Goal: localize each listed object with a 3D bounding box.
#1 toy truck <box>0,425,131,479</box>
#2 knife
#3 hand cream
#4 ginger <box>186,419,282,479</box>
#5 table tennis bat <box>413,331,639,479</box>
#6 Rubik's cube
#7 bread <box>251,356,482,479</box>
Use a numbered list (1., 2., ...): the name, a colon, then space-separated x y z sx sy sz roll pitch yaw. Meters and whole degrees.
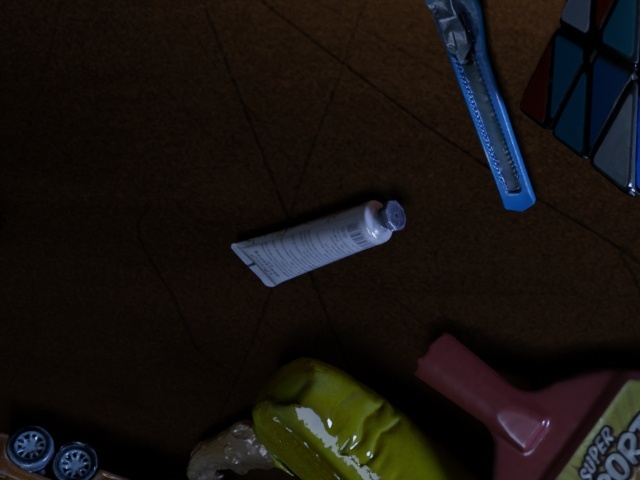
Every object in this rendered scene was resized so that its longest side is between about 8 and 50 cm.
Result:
1. toy truck: -0.254 0.359 1.875 0.338 0.184 0.133 19 149 9
2. knife: 0.139 -0.141 1.414 0.044 0.026 0.296 -14 124 16
3. hand cream: 0.000 0.000 1.586 0.194 0.042 0.067 -18 130 38
4. ginger: -0.101 0.243 1.835 0.069 0.051 0.173 34 141 -27
5. table tennis bat: 0.267 0.231 1.577 0.415 0.051 0.268 38 100 17
6. Rubik's cube: 0.232 -0.101 1.272 0.250 0.234 0.284 -24 119 36
7. bread: 0.094 0.266 1.716 0.383 0.112 0.166 41 153 -2
